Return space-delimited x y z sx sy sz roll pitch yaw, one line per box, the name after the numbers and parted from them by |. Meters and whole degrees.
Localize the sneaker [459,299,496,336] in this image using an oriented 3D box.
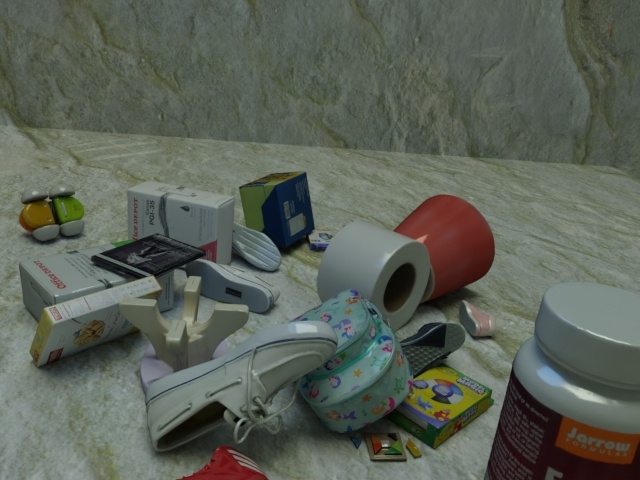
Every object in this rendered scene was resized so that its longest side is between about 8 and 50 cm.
0.403 0.201 1.550 0.070 0.050 0.134 4 25 -10 | sneaker

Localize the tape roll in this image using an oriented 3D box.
0.132 0.088 1.498 0.169 0.246 0.246 24 28 37 | tape roll

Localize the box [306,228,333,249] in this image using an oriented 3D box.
0.000 0.000 1.971 0.081 0.028 0.136 2 25 -9 | box

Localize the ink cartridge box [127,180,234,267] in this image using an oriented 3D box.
-0.398 -0.038 1.721 0.283 0.207 0.117 11 21 15 | ink cartridge box

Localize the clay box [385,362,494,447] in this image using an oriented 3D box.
0.245 0.317 1.215 0.128 0.053 0.222 25 29 39 | clay box

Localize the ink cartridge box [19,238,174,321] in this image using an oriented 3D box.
-0.529 0.107 1.441 0.289 0.121 0.211 -14 30 -41 | ink cartridge box

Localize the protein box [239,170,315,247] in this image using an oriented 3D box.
-0.132 -0.100 1.917 0.136 0.199 0.201 -1 17 26 | protein box

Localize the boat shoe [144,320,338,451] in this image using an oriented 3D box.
-0.130 0.265 1.013 0.367 0.135 0.156 -22 49 7 | boat shoe

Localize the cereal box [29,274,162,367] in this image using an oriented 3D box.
-0.463 0.166 1.258 0.240 0.173 0.047 -19 65 -44 | cereal box

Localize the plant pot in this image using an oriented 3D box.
0.300 0.038 1.673 0.275 0.274 0.243 24 38 38 | plant pot

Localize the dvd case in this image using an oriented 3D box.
-0.407 0.038 1.461 0.165 0.018 0.221 18 22 23 | dvd case

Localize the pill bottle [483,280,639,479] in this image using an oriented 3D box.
0.384 0.275 0.902 0.224 0.391 0.224 5 22 -2 | pill bottle

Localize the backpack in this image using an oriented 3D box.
0.050 0.232 1.175 0.225 0.191 0.253 -30 33 0 | backpack

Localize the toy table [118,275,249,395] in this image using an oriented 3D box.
-0.278 0.196 1.240 0.253 0.160 0.274 0 24 -15 | toy table

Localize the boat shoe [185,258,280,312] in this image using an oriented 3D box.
-0.227 0.112 1.570 0.258 0.095 0.084 25 23 17 | boat shoe

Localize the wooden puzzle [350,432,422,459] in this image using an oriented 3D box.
0.119 0.371 1.102 0.117 0.014 0.078 0 23 -15 | wooden puzzle

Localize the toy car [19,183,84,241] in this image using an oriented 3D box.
-0.813 -0.076 1.831 0.182 0.159 0.136 -16 -5 -43 | toy car

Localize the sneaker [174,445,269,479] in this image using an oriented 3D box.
-0.186 0.383 0.931 0.221 0.086 0.128 10 10 -24 | sneaker

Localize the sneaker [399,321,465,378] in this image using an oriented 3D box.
0.205 0.248 1.344 0.226 0.086 0.163 -24 -7 1 | sneaker

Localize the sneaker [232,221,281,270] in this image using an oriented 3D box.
-0.217 0.011 1.800 0.258 0.091 0.094 35 74 19 | sneaker
